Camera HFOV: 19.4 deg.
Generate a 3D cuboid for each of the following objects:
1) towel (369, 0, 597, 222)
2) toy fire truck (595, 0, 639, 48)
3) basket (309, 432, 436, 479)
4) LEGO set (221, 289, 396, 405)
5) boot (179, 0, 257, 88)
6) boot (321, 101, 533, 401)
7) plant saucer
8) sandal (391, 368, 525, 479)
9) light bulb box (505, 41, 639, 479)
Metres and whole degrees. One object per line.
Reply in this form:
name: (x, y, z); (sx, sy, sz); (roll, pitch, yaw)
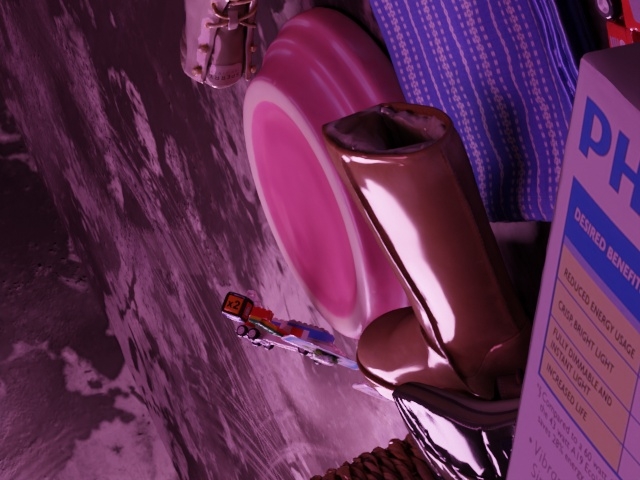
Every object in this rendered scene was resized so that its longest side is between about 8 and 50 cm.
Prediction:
towel: (0.116, -0.122, 1.365); (0.243, 0.040, 0.336); (71, 163, -6)
toy fire truck: (0.224, -0.069, 1.084); (0.135, 0.047, 0.192); (37, 144, 59)
basket: (0.126, 0.319, 1.577); (0.299, 0.223, 0.213); (52, 163, 50)
LEGO set: (0.017, 0.097, 1.732); (0.182, 0.244, 0.060); (155, 137, -75)
boot: (-0.076, -0.214, 1.694); (0.213, 0.077, 0.165); (-129, 44, -59)
boot: (0.071, 0.011, 1.464); (0.236, 0.089, 0.269); (7, 136, 47)
plant saucer: (0.019, -0.042, 1.686); (0.332, 0.084, 0.332); (55, 159, 33)
sandal: (0.161, 0.146, 1.362); (0.303, 0.086, 0.120); (-4, 117, 57)
light bulb box: (0.267, 0.136, 0.810); (0.358, 0.225, 0.361); (51, 145, 44)
